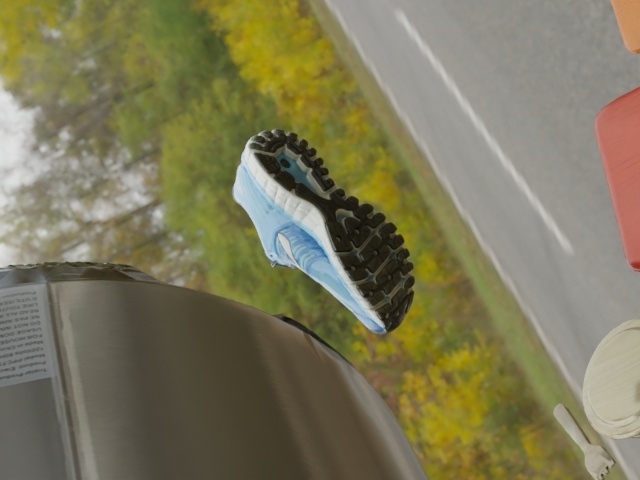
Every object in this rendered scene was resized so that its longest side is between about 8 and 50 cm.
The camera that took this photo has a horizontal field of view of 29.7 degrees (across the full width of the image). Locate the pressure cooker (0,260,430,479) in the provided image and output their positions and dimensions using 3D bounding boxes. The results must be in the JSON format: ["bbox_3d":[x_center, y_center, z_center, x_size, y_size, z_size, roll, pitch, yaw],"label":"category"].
[{"bbox_3d":[-0.081,0.249,0.414,0.375,0.370,0.420,32,-166,-30],"label":"pressure cooker"}]

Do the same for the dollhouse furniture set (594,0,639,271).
[{"bbox_3d":[0.218,-0.070,0.451,0.135,0.259,0.262,18,-126,-42],"label":"dollhouse furniture set"}]

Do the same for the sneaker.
[{"bbox_3d":[0.000,0.000,0.836,0.162,0.063,0.073,51,138,9],"label":"sneaker"}]

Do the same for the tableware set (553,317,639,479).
[{"bbox_3d":[0.233,0.121,0.775,0.039,0.128,0.194,23,-160,-25],"label":"tableware set"}]
